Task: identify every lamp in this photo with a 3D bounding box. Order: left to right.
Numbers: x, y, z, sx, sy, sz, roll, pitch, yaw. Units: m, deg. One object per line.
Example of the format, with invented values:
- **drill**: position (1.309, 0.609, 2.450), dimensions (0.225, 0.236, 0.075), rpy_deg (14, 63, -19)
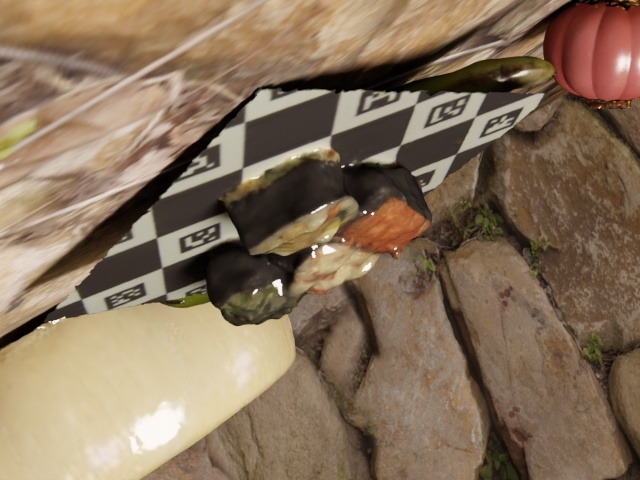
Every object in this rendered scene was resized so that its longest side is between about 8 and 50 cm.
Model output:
- **lamp**: position (0.227, -0.149, 0.767), dimensions (0.107, 0.092, 0.107), rpy_deg (0, -157, 0)

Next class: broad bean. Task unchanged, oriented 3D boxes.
- **broad bean**: position (-0.005, -0.031, 0.644), dimensions (0.339, 0.061, 0.077), rpy_deg (-32, 167, 18)

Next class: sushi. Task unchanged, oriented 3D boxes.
- **sushi**: position (0.000, 0.000, 0.551), dimensions (0.231, 0.047, 0.219), rpy_deg (-8, 156, -45)

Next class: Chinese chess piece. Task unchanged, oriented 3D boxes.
- **Chinese chess piece**: position (-0.184, 0.129, 0.846), dimensions (0.338, 0.140, 0.338), rpy_deg (-31, 179, -1)

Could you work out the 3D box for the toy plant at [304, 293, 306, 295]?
- **toy plant**: position (-0.032, 0.010, 0.954), dimensions (0.093, 0.093, 0.162), rpy_deg (-31, 175, -21)
